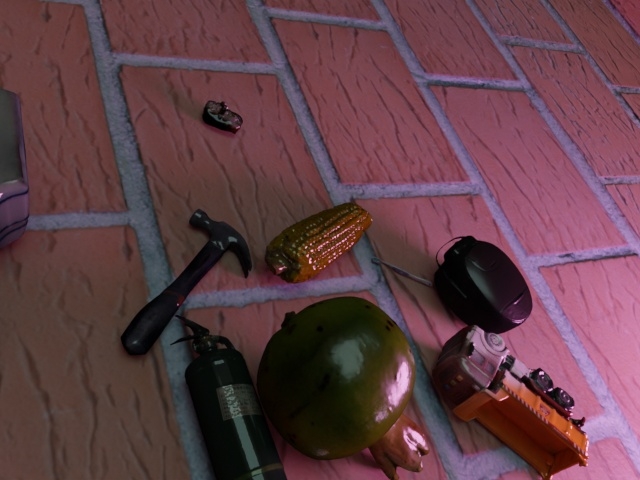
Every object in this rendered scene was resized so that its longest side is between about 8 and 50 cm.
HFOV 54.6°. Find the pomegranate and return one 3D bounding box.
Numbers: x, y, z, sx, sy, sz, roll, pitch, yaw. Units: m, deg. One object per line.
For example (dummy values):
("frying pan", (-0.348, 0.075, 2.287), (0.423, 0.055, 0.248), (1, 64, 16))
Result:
("pomegranate", (0.048, 0.223, 0.882), (0.302, 0.236, 0.236), (53, 47, -9))

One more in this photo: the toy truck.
("toy truck", (0.319, 0.273, 1.049), (0.270, 0.114, 0.135), (40, 43, 3))

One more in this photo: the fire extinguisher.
("fire extinguisher", (-0.130, 0.233, 0.866), (0.118, 0.093, 0.295), (6, 50, -46))

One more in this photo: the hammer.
("hammer", (-0.211, 0.074, 0.980), (0.137, 0.037, 0.290), (32, 47, 1))

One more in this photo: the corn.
("corn", (0.000, 0.000, 1.106), (0.097, 0.097, 0.261), (47, 45, 13))

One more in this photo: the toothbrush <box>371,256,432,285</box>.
("toothbrush", (0.158, 0.060, 1.194), (0.131, 0.011, 0.013), (23, 36, -9))

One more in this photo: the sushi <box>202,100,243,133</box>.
("sushi", (-0.195, -0.242, 1.224), (0.083, 0.044, 0.046), (25, 47, -5))

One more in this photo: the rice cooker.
("rice cooker", (0.303, 0.085, 1.176), (0.142, 0.118, 0.203), (-28, 72, -38))

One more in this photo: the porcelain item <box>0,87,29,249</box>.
("porcelain item", (-0.562, -0.101, 0.855), (0.285, 0.157, 0.282), (-4, 60, -30))
